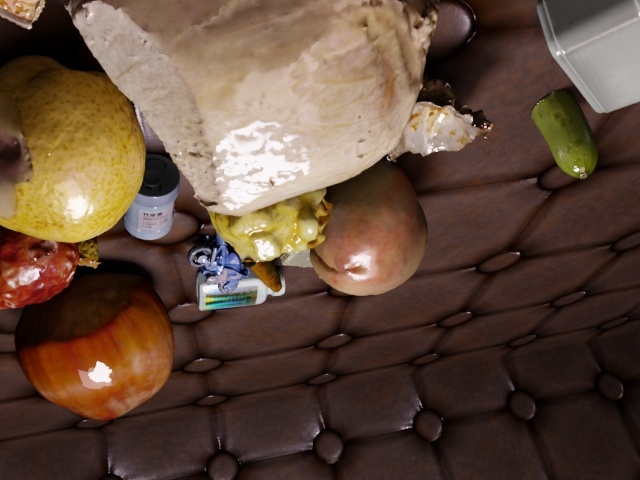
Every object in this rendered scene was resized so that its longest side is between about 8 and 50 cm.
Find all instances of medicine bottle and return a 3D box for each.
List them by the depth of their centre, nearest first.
[{"bbox_3d":[-0.212,0.125,1.603,0.229,0.083,0.121,-4,141,-16],"label":"medicine bottle"}]

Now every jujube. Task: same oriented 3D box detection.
[{"bbox_3d":[-0.584,0.037,1.173,0.197,0.197,0.290,9,160,-37],"label":"jujube"}]

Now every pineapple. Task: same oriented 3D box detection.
[{"bbox_3d":[-0.522,0.020,1.308,0.114,0.077,0.114,32,150,-9],"label":"pineapple"}]

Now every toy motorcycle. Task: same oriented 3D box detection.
[{"bbox_3d":[-0.237,0.056,1.458,0.114,0.076,0.205,-37,141,-3],"label":"toy motorcycle"}]

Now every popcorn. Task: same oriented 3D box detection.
[{"bbox_3d":[-0.099,-0.068,1.106,0.252,0.286,0.215,25,103,-2],"label":"popcorn"}]

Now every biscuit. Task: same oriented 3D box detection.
[{"bbox_3d":[0.000,0.000,1.450,0.121,0.040,0.199,7,141,-35],"label":"biscuit"}]

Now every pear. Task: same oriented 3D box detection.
[{"bbox_3d":[-0.385,-0.134,0.881,0.272,0.271,0.271,-11,152,-6],"label":"pear"}]

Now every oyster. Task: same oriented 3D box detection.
[{"bbox_3d":[0.135,-0.223,1.073,0.337,0.133,0.198,6,148,-29],"label":"oyster"}]

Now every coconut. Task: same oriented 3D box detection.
[{"bbox_3d":[-0.043,-0.244,0.689,0.405,0.404,0.404,-11,152,-6],"label":"coconut"}]

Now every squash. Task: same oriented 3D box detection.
[{"bbox_3d":[0.505,-0.208,1.212,0.095,0.187,0.095,-10,149,-6],"label":"squash"}]

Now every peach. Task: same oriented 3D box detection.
[{"bbox_3d":[0.100,-0.022,1.253,0.248,0.292,0.292,2,153,7],"label":"peach"}]

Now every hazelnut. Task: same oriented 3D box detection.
[{"bbox_3d":[-0.537,0.250,1.433,0.366,0.365,0.365,-11,152,-6],"label":"hazelnut"}]

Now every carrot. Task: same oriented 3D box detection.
[{"bbox_3d":[-0.153,0.045,1.464,0.066,0.066,0.314,-17,144,5],"label":"carrot"}]

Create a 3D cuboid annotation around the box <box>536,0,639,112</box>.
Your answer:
[{"bbox_3d":[0.500,-0.340,0.998,0.183,0.175,0.312,-23,152,33],"label":"box"}]

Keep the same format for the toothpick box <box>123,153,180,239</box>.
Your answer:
[{"bbox_3d":[-0.326,-0.082,1.152,0.101,0.101,0.153,-3,152,-20],"label":"toothpick box"}]

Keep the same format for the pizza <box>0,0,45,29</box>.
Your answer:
[{"bbox_3d":[-0.368,-0.360,0.657,0.204,0.080,0.188,18,116,-31],"label":"pizza"}]
